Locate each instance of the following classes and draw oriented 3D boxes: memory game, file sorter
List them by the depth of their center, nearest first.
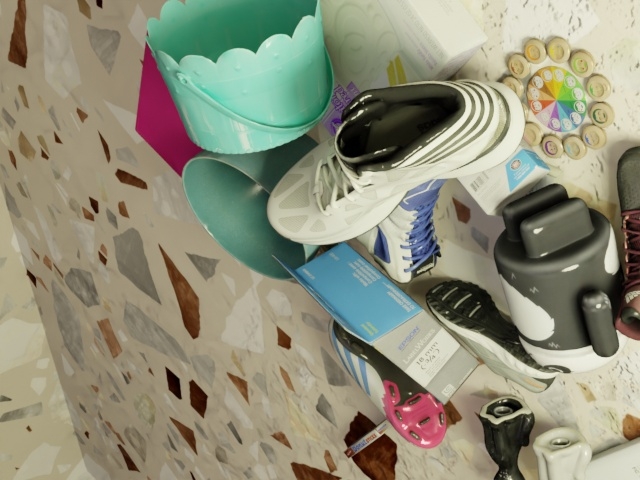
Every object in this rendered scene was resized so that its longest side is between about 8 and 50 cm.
[{"bbox_3d":[0.332,-0.199,1.299,0.186,0.012,0.186,32,139,34],"label":"memory game"},{"bbox_3d":[-0.215,-0.281,1.777,0.202,0.182,0.291,45,145,17],"label":"file sorter"}]

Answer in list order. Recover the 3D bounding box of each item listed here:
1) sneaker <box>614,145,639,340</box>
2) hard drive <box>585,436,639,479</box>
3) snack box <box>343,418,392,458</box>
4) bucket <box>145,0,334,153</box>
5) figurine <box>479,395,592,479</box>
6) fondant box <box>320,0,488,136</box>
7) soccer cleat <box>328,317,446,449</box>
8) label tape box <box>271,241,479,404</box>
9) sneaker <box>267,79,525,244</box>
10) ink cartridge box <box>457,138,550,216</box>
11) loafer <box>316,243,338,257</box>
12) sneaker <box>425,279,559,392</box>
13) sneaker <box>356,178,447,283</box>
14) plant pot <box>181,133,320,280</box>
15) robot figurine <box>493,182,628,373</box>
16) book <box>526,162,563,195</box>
[{"bbox_3d":[0.436,0.027,1.207,0.106,0.162,0.281,-9,109,54],"label":"sneaker"},{"bbox_3d":[0.532,0.436,1.515,0.203,0.040,0.307,53,146,8],"label":"hard drive"},{"bbox_3d":[0.111,0.433,2.025,0.022,0.064,0.178,50,145,9],"label":"snack box"},{"bbox_3d":[-0.115,-0.274,1.419,0.281,0.281,0.183,26,143,39],"label":"bucket"},{"bbox_3d":[0.378,0.408,1.606,0.215,0.092,0.210,25,130,53],"label":"figurine"},{"bbox_3d":[0.082,-0.307,1.458,0.238,0.096,0.330,55,147,6],"label":"fondant box"},{"bbox_3d":[0.133,0.277,1.855,0.331,0.116,0.143,54,162,10],"label":"soccer cleat"},{"bbox_3d":[0.100,0.119,1.568,0.333,0.106,0.240,41,180,-45],"label":"label tape box"},{"bbox_3d":[0.043,-0.124,1.313,0.447,0.257,0.169,-25,73,33],"label":"sneaker"},{"bbox_3d":[0.242,-0.136,1.367,0.104,0.060,0.180,-47,64,25],"label":"ink cartridge box"},{"bbox_3d":[0.000,0.000,1.836,0.050,0.056,0.148,-11,107,48],"label":"loafer"},{"bbox_3d":[0.286,0.168,1.570,0.271,0.100,0.108,37,146,28],"label":"sneaker"},{"bbox_3d":[0.156,-0.033,1.570,0.182,0.127,0.315,54,153,1],"label":"sneaker"},{"bbox_3d":[-0.085,-0.097,1.711,0.290,0.195,0.290,30,149,21],"label":"plant pot"},{"bbox_3d":[0.347,0.062,1.323,0.173,0.209,0.278,-5,122,30],"label":"robot figurine"},{"bbox_3d":[0.302,-0.089,1.411,0.144,0.035,0.096,28,139,35],"label":"book"}]
